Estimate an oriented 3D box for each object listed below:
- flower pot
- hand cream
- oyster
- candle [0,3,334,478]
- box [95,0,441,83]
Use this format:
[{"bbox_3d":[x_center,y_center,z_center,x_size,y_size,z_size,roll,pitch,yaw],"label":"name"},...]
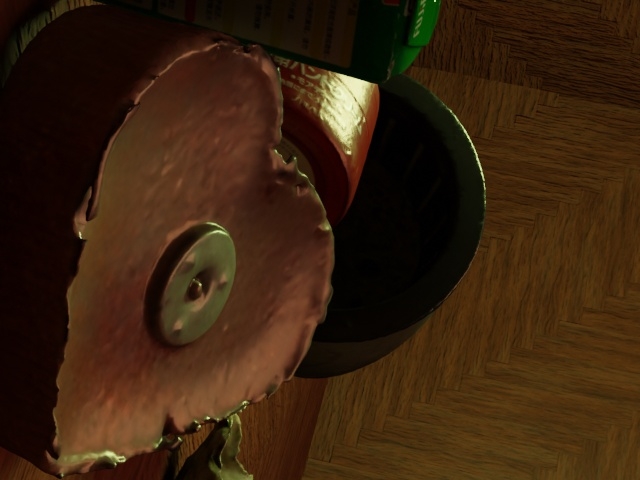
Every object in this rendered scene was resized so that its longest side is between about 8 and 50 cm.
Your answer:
[{"bbox_3d":[0.000,0.000,1.676,0.330,0.293,0.293,109,-5,-72],"label":"flower pot"},{"bbox_3d":[-0.050,-0.096,1.390,0.193,0.193,0.125,95,8,-48],"label":"hand cream"},{"bbox_3d":[-0.138,0.372,1.866,0.166,0.110,0.341,-79,174,-59],"label":"oyster"},{"bbox_3d":[-0.127,0.021,1.042,0.287,0.131,0.317,-60,147,-21],"label":"candle"},{"bbox_3d":[-0.037,-0.218,1.016,0.103,0.250,0.180,-61,165,-46],"label":"box"}]
